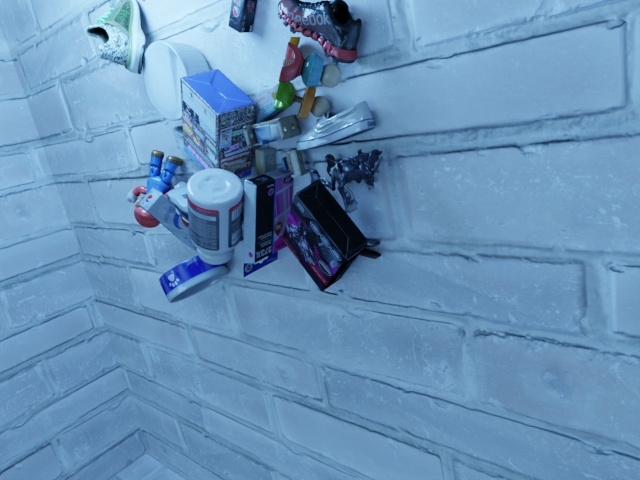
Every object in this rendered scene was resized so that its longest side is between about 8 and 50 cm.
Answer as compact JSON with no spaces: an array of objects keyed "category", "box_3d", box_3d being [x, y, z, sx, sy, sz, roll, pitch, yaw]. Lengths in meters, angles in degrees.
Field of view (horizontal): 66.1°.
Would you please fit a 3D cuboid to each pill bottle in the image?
[{"category":"pill bottle","box_3d":[-0.349,-0.067,1.638,0.176,0.176,0.319,39,142,23]}]

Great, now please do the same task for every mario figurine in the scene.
[{"category":"mario figurine","box_3d":[-0.674,-0.206,2.038,0.198,0.170,0.321,28,101,36]}]

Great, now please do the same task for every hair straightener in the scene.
[{"category":"hair straightener","box_3d":[0.090,-0.011,1.534,0.230,0.047,0.089,18,121,41]}]

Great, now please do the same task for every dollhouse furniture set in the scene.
[{"category":"dollhouse furniture set","box_3d":[-0.134,-0.278,1.516,0.129,0.129,0.184,-8,104,23]}]

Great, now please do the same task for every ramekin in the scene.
[{"category":"ramekin","box_3d":[-0.499,-0.569,1.747,0.272,0.127,0.273,20,122,36]}]

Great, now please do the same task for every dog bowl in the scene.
[{"category":"dog bowl","box_3d":[-0.516,0.148,2.010,0.265,0.265,0.104,-36,81,46]}]

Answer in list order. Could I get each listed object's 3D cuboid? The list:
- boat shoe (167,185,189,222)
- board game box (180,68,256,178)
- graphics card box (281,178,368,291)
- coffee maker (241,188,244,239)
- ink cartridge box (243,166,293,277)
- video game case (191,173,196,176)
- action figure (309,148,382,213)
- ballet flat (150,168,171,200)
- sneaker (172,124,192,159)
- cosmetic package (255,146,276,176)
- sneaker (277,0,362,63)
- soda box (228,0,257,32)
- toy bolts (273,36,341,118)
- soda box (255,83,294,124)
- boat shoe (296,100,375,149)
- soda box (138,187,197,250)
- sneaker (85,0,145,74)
[{"category":"boat shoe","box_3d":[-0.498,-0.130,1.856,0.301,0.108,0.102,33,136,55]},{"category":"board game box","box_3d":[-0.342,-0.371,1.632,0.232,0.141,0.291,46,145,26]},{"category":"graphics card box","box_3d":[0.000,0.000,1.481,0.233,0.094,0.371,53,159,9]},{"category":"coffee maker","box_3d":[-0.315,-0.088,1.834,0.178,0.120,0.171,69,162,-5]},{"category":"ink cartridge box","box_3d":[-0.179,-0.050,1.662,0.069,0.175,0.371,28,127,30]},{"category":"video game case","box_3d":[-0.434,-0.113,1.893,0.248,0.035,0.275,-149,46,-66]},{"category":"action figure","box_3d":[0.089,-0.173,1.362,0.141,0.164,0.275,53,161,-25]},{"category":"ballet flat","box_3d":[-0.665,-0.200,2.121,0.091,0.077,0.241,-8,103,10]},{"category":"sneaker","box_3d":[-0.475,-0.351,1.872,0.232,0.090,0.115,38,139,35]},{"category":"cosmetic package","box_3d":[-0.183,-0.252,1.653,0.041,0.060,0.115,19,120,36]},{"category":"sneaker","box_3d":[0.002,-0.585,1.292,0.276,0.097,0.135,41,133,18]},{"category":"soda box","box_3d":[-0.228,-0.717,1.474,0.060,0.053,0.169,38,131,24]},{"category":"toy bolts","box_3d":[-0.026,-0.460,1.354,0.228,0.158,0.218,157,127,-80]},{"category":"soda box","box_3d":[-0.155,-0.425,1.544,0.183,0.058,0.063,-20,95,47]},{"category":"boat shoe","box_3d":[0.031,-0.323,1.395,0.267,0.096,0.088,-10,99,44]},{"category":"soda box","box_3d":[-0.585,-0.081,1.975,0.098,0.091,0.286,26,163,46]},{"category":"sneaker","box_3d":[-0.760,-0.785,1.800,0.158,0.182,0.410,-55,48,40]}]
